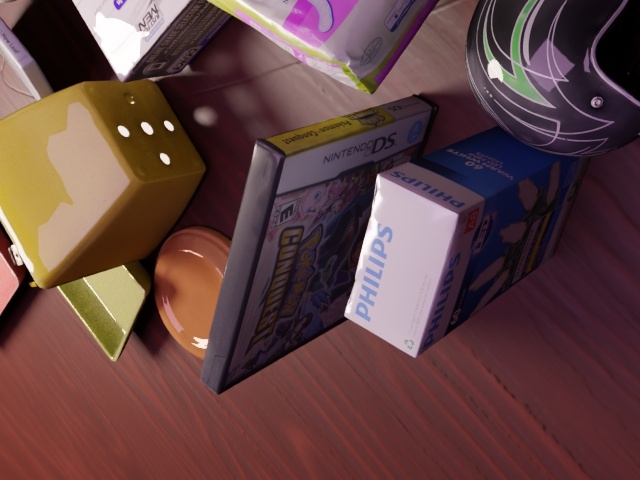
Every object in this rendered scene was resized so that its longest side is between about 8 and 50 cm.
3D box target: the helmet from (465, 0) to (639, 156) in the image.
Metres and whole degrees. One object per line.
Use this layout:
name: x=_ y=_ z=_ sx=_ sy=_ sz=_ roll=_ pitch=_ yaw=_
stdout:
helmet: x=0.203 y=-0.151 z=0.714 sx=0.169 sy=0.169 sz=0.161 roll=17 pitch=101 yaw=34

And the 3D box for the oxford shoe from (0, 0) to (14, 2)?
oxford shoe: x=-0.491 y=-0.487 z=1.146 sx=0.130 sy=0.169 sz=0.449 roll=-38 pitch=74 yaw=38

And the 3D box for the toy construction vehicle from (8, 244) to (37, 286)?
toy construction vehicle: x=-0.454 y=0.023 z=1.403 sx=0.086 sy=0.035 sz=0.098 roll=-15 pitch=100 yaw=30

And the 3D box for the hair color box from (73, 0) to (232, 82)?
hair color box: x=-0.234 y=-0.379 z=1.016 sx=0.185 sy=0.110 sz=0.339 roll=-35 pitch=82 yaw=39

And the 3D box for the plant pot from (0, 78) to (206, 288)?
plant pot: x=-0.277 y=-0.092 z=1.110 sx=0.187 sy=0.212 sz=0.212 roll=-34 pitch=84 yaw=28

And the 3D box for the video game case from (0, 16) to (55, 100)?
video game case: x=-0.420 y=-0.257 z=1.187 sx=0.193 sy=0.023 sz=0.212 roll=50 pitch=169 yaw=12

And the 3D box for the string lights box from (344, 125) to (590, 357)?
string lights box: x=0.135 y=-0.016 z=0.753 sx=0.077 sy=0.260 sz=0.133 roll=29 pitch=124 yaw=28

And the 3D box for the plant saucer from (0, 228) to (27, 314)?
plant saucer: x=-0.616 y=0.029 z=1.522 sx=0.259 sy=0.048 sz=0.258 roll=53 pitch=131 yaw=9

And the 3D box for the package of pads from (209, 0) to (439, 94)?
package of pads: x=-0.012 y=-0.298 z=0.812 sx=0.296 sy=0.101 sz=0.229 roll=38 pitch=96 yaw=23

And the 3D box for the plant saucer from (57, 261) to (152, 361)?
plant saucer: x=-0.317 y=0.055 z=1.280 sx=0.188 sy=0.045 sz=0.188 roll=49 pitch=136 yaw=16

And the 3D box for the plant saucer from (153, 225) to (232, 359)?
plant saucer: x=-0.159 y=0.080 z=1.179 sx=0.200 sy=0.037 sz=0.200 roll=16 pitch=117 yaw=34

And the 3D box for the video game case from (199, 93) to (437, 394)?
video game case: x=0.000 y=0.000 z=0.876 sx=0.035 sy=0.248 sz=0.275 roll=34 pitch=125 yaw=26
